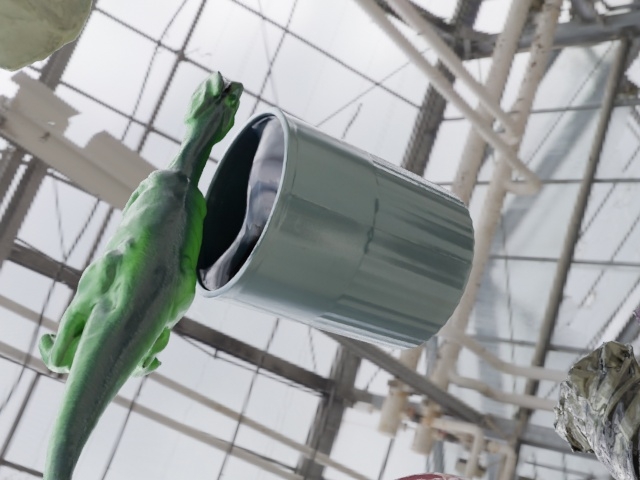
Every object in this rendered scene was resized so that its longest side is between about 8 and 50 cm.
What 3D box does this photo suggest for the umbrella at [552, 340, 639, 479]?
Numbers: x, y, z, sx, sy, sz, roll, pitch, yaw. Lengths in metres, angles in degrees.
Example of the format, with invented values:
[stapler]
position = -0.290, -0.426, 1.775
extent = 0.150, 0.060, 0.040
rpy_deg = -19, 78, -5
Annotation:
[umbrella]
position = 0.326, 0.233, 0.733
extent = 0.106, 0.358, 0.113
rpy_deg = -10, -47, -22

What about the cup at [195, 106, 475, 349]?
[cup]
position = 0.002, 0.015, 1.237
extent = 0.311, 0.331, 0.257
rpy_deg = 20, -132, -26

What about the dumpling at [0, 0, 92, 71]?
[dumpling]
position = -0.301, -0.287, 0.903
extent = 0.151, 0.124, 0.229
rpy_deg = -14, -89, -5

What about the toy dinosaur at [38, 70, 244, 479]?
[toy dinosaur]
position = -0.155, 0.025, 0.905
extent = 0.143, 0.500, 0.375
rpy_deg = 26, -79, -17

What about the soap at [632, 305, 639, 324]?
[soap]
position = 0.499, 0.055, 0.987
extent = 0.259, 0.081, 0.181
rpy_deg = -43, -52, 13

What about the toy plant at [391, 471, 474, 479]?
[toy plant]
position = 0.076, 0.177, 0.361
extent = 0.211, 0.356, 0.317
rpy_deg = 52, -141, -24
